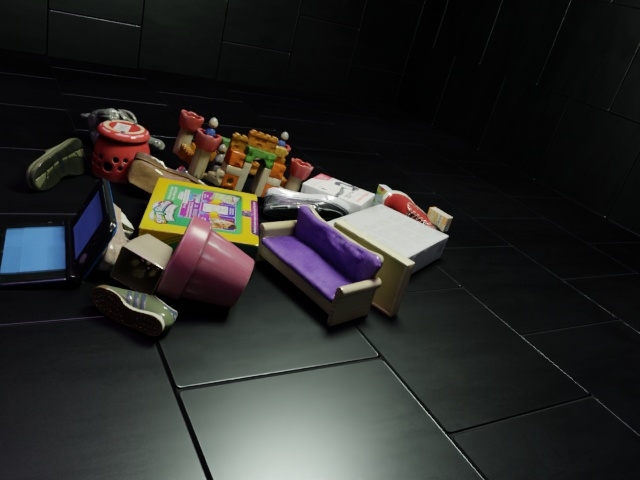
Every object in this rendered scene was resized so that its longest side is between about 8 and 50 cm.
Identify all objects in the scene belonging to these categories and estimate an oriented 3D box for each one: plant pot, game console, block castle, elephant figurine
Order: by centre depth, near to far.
[{"bbox_3d":[-0.411,0.049,1.303,0.109,0.109,0.096,31,35,-6],"label":"plant pot"},{"bbox_3d":[-0.267,0.067,1.324,0.180,0.201,0.201,26,22,-15],"label":"plant pot"},{"bbox_3d":[-0.637,-0.031,1.327,0.173,0.250,0.293,29,13,-37],"label":"game console"},{"bbox_3d":[-0.669,-0.304,1.871,0.191,0.174,0.191,15,25,-7],"label":"plant pot"},{"bbox_3d":[-0.275,-0.320,1.986,0.452,0.213,0.303,13,21,-34],"label":"block castle"},{"bbox_3d":[-0.755,-0.418,2.120,0.169,0.186,0.239,-21,-9,33],"label":"elephant figurine"}]

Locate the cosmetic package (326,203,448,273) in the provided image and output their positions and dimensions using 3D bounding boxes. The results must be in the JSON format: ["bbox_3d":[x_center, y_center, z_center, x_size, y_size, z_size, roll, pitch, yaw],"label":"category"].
[{"bbox_3d":[0.211,0.003,1.818,0.284,0.098,0.377,31,29,27],"label":"cosmetic package"}]

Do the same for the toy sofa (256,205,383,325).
[{"bbox_3d":[-0.012,0.052,1.495,0.150,0.177,0.362,-9,35,-42],"label":"toy sofa"}]

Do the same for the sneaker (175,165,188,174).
[{"bbox_3d":[-0.501,-0.223,1.907,0.161,0.076,0.057,-7,33,-40],"label":"sneaker"}]

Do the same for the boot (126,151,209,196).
[{"bbox_3d":[-0.484,-0.172,1.816,0.305,0.115,0.112,24,-21,-13],"label":"boot"}]

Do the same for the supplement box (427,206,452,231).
[{"bbox_3d":[0.468,-0.084,2.186,0.036,0.062,0.098,-6,32,-40],"label":"supplement box"}]

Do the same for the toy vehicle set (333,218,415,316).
[{"bbox_3d":[0.125,0.074,1.539,0.266,0.166,0.035,33,30,33],"label":"toy vehicle set"}]

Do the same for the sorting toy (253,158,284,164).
[{"bbox_3d":[-0.277,-0.340,2.298,0.132,0.047,0.274,-9,23,-41],"label":"sorting toy"}]

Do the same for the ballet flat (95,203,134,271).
[{"bbox_3d":[-0.543,-0.012,1.443,0.106,0.108,0.316,21,24,-34],"label":"ballet flat"}]

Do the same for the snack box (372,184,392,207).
[{"bbox_3d":[0.261,-0.144,2.147,0.037,0.100,0.141,1,28,-29],"label":"snack box"}]

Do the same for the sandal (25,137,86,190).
[{"bbox_3d":[-0.835,-0.247,1.732,0.086,0.120,0.303,4,24,10],"label":"sandal"}]

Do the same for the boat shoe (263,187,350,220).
[{"bbox_3d":[-0.048,-0.101,1.889,0.300,0.108,0.102,11,60,-10],"label":"boat shoe"}]

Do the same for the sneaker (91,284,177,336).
[{"bbox_3d":[-0.403,0.147,1.218,0.192,0.064,0.086,23,18,16],"label":"sneaker"}]

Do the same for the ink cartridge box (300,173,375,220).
[{"bbox_3d":[0.062,-0.149,2.043,0.237,0.100,0.172,23,26,16],"label":"ink cartridge box"}]

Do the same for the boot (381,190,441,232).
[{"bbox_3d":[0.341,-0.084,2.021,0.244,0.088,0.176,28,18,-34],"label":"boot"}]

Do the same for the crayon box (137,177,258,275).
[{"bbox_3d":[-0.343,-0.048,1.600,0.312,0.106,0.363,9,25,-11],"label":"crayon box"}]
